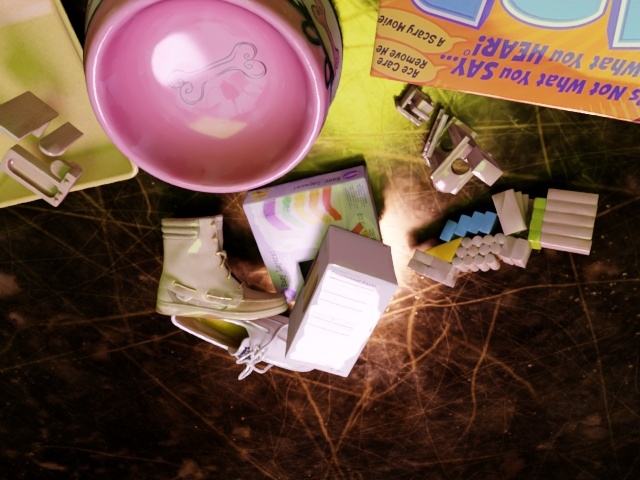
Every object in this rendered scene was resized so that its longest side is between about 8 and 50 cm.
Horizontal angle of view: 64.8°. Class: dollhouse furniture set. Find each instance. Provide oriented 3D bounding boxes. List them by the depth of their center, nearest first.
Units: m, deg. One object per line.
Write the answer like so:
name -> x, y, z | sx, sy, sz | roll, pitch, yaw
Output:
dollhouse furniture set -> -0.488, -0.130, 0.841 | 0.144, 0.123, 0.151 | 40, 115, -19
dollhouse furniture set -> 0.190, -0.156, 0.852 | 0.161, 0.182, 0.101 | 31, 118, -16

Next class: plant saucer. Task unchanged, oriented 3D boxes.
plant saucer -> -0.525, -0.244, 0.893 | 0.333, 0.081, 0.332 | -11, 121, 9

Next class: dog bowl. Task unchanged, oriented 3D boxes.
dog bowl -> -0.163, -0.245, 0.775 | 0.408, 0.150, 0.408 | -1, 136, -1

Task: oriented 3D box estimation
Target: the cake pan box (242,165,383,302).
cake pan box -> 0.000, 0.000, 1.024 | 0.246, 0.070, 0.266 | -9, 121, 11

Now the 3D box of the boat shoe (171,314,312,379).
boat shoe -> -0.161, 0.224, 1.114 | 0.367, 0.156, 0.136 | 33, 118, -16

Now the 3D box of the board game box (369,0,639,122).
board game box -> 0.294, -0.367, 0.563 | 0.356, 0.356, 0.356 | 15, 122, 16

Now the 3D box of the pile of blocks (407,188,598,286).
pile of blocks -> 0.354, -0.005, 0.998 | 0.362, 0.149, 0.113 | -16, 163, 22

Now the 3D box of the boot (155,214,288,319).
boot -> -0.192, 0.051, 1.011 | 0.262, 0.095, 0.203 | 3, 92, -2

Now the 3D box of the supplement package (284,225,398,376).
supplement package -> 0.034, 0.119, 0.976 | 0.134, 0.139, 0.244 | 18, 120, -10
